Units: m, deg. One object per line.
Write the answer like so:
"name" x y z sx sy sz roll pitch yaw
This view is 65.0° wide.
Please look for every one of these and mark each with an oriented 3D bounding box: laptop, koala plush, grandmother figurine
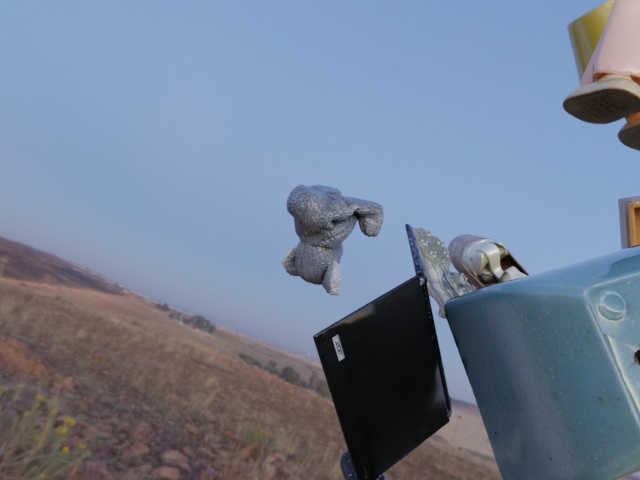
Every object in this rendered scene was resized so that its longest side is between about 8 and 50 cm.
"laptop" 0.094 0.141 0.692 0.136 0.234 0.264 -12 22 9
"koala plush" 0.000 0.000 1.127 0.196 0.221 0.203 24 16 35
"grandmother figurine" 0.341 -0.272 0.488 0.207 0.343 0.104 25 -7 -20

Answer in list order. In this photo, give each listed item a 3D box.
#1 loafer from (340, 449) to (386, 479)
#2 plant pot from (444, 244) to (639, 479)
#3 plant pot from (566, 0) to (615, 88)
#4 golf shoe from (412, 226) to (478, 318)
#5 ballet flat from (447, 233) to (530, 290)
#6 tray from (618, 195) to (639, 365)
"loafer" 0.101 0.487 0.914 0.076 0.078 0.223 -11 40 -30
"plant pot" 0.323 0.131 0.561 0.247 0.248 0.252 -14 -17 -7
"plant pot" 0.751 -0.479 1.260 0.239 0.254 0.254 62 -20 -5
"golf shoe" 0.197 0.057 0.891 0.069 0.176 0.086 4 -43 -36
"ballet flat" 0.345 0.066 0.942 0.316 0.107 0.106 54 -5 44
"tray" 0.847 0.090 1.205 0.202 0.411 0.076 -8 12 14
